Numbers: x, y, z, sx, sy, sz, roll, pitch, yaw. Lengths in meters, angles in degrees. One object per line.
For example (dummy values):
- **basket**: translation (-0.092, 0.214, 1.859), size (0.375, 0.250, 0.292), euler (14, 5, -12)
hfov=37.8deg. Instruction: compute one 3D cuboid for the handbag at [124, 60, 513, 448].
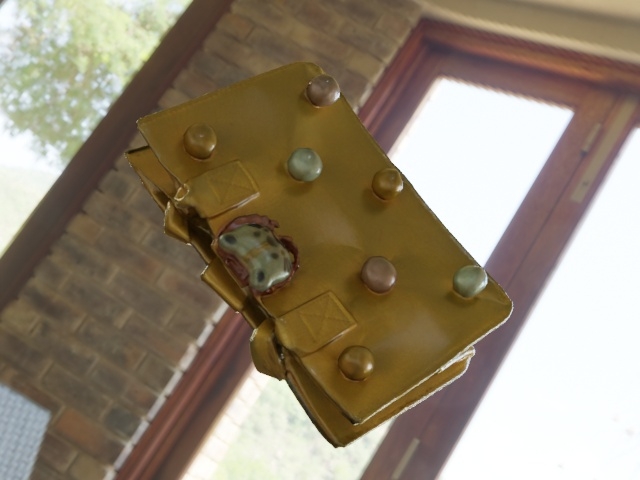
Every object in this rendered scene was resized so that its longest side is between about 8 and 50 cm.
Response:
- **handbag**: translation (0.000, 0.000, 1.008), size (0.401, 0.283, 0.133), euler (54, -38, 14)
